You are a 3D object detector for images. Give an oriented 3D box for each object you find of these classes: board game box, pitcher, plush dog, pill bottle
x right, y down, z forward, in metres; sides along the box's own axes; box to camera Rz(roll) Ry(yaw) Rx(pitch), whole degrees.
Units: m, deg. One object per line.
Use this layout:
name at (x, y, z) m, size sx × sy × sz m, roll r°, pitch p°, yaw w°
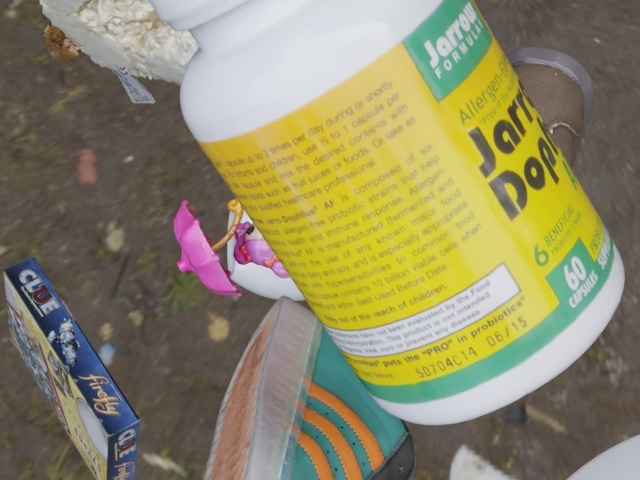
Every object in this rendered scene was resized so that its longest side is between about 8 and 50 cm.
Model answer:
board game box at (-0.291, 0.158, 1.626) m, size 0.042 × 0.165 × 0.243 m, roll -26°, pitch 66°, yaw -24°
pitcher at (0.000, 0.000, 1.554) m, size 0.207 × 0.178 × 0.125 m, roll 1°, pitch 98°, yaw -11°
plush dog at (-0.157, -0.274, 1.295) m, size 0.262 × 0.210 × 0.225 m, roll 37°, pitch 68°, yaw -23°
pill bottle at (0.020, -0.042, 0.535) m, size 0.117 × 0.117 × 0.208 m, roll -30°, pitch 108°, yaw 12°

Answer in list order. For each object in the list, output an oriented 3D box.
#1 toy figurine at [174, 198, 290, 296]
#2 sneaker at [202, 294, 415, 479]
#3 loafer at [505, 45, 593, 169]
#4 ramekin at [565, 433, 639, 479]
toy figurine at (-0.040, -0.029, 1.078) m, size 0.173 × 0.130 × 0.159 m, roll 17°, pitch 77°, yaw 20°
sneaker at (-0.002, 0.145, 0.788) m, size 0.121 × 0.302 × 0.108 m, roll 28°, pitch 120°, yaw -8°
loafer at (0.194, -0.026, 1.469) m, size 0.134 × 0.130 × 0.366 m, roll 14°, pitch 133°, yaw 18°
ramekin at (0.262, 0.261, 1.003) m, size 0.277 × 0.277 × 0.135 m, roll -35°, pitch 113°, yaw 12°
